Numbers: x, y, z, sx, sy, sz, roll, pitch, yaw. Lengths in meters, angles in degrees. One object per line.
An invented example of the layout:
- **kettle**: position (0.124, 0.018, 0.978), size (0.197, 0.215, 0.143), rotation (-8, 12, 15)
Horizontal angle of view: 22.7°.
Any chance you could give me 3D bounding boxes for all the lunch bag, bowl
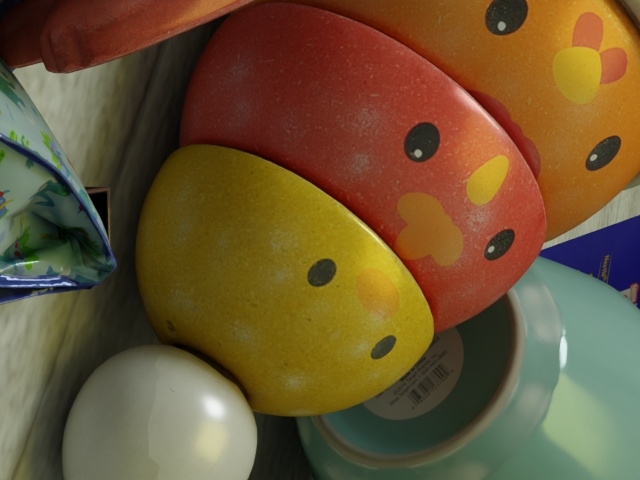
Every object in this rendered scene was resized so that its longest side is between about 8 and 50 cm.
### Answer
- **lunch bag**: position (-0.172, -0.043, 0.770), size (0.129, 0.096, 0.151), rotation (53, 11, 27)
- **bowl**: position (0.105, 0.121, 1.232), size (0.163, 0.311, 0.312), rotation (46, 51, -49)

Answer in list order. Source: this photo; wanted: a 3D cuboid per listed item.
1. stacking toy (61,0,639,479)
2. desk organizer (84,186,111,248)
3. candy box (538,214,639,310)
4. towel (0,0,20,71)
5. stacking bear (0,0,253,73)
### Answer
- **stacking toy**: position (0.000, 0.000, 1.055), size (0.480, 0.350, 0.350), rotation (-57, 145, -22)
- **desk organizer**: position (-0.171, -0.005, 0.889), size (0.130, 0.050, 0.047), rotation (-14, 105, -65)
- **candy box**: position (0.260, 0.141, 1.562), size (0.122, 0.317, 0.268), rotation (19, 71, -21)
- **towel**: position (-0.188, -0.266, 0.853), size (0.243, 0.040, 0.336), rotation (-56, 139, -47)
- **stacking bear**: position (-0.122, -0.245, 0.775), size (0.164, 0.175, 0.289), rotation (-25, 106, -19)
